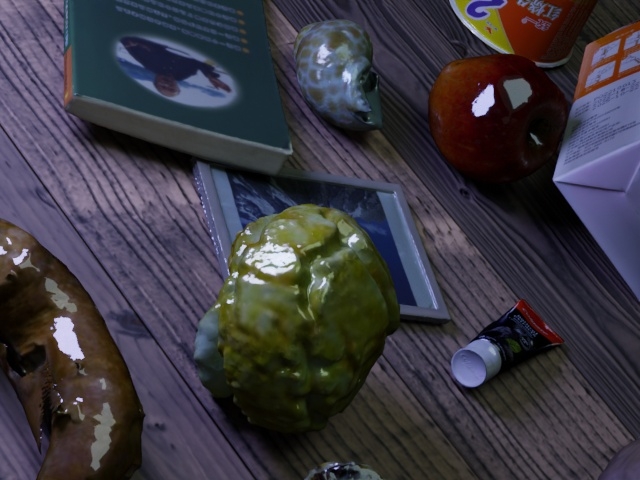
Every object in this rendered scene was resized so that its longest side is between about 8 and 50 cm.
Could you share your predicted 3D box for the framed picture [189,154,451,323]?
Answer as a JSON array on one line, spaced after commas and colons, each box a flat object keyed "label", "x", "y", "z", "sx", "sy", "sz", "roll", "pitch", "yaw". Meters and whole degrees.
[{"label": "framed picture", "x": 0.000, "y": 0.000, "z": 1.811, "sx": 0.281, "sy": 0.019, "sz": 0.209, "roll": 6, "pitch": 47, "yaw": -32}]

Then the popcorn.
[{"label": "popcorn", "x": -0.020, "y": 0.073, "z": 1.573, "sx": 0.183, "sy": 0.204, "sz": 0.221, "roll": 14, "pitch": 57, "yaw": 13}]

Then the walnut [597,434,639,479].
[{"label": "walnut", "x": 0.372, "y": 0.301, "z": 1.599, "sx": 0.248, "sy": 0.248, "sz": 0.248, "roll": 20, "pitch": 41, "yaw": -18}]

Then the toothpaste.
[{"label": "toothpaste", "x": 0.209, "y": 0.113, "z": 1.832, "sx": 0.071, "sy": 0.045, "sz": 0.193, "roll": 48, "pitch": 34, "yaw": 15}]

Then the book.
[{"label": "book", "x": -0.173, "y": -0.233, "z": 1.898, "sx": 0.260, "sy": 0.043, "sz": 0.371, "roll": 16, "pitch": 38, "yaw": -21}]

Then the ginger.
[{"label": "ginger", "x": -0.235, "y": 0.117, "z": 1.454, "sx": 0.133, "sy": 0.107, "sz": 0.309, "roll": 3, "pitch": 50, "yaw": -53}]

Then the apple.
[{"label": "apple", "x": 0.208, "y": -0.155, "z": 2.023, "sx": 0.158, "sy": 0.156, "sz": 0.147, "roll": 26, "pitch": 27, "yaw": 38}]

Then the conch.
[{"label": "conch", "x": 0.019, "y": -0.203, "z": 1.973, "sx": 0.116, "sy": 0.106, "sz": 0.173, "roll": 1, "pitch": 65, "yaw": -61}]

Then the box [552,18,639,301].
[{"label": "box", "x": 0.432, "y": -0.116, "z": 2.090, "sx": 0.225, "sy": 0.143, "sz": 0.341, "roll": 52, "pitch": 33, "yaw": -21}]

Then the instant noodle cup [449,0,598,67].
[{"label": "instant noodle cup", "x": 0.310, "y": -0.375, "z": 2.299, "sx": 0.213, "sy": 0.174, "sz": 0.213, "roll": 20, "pitch": 41, "yaw": -18}]

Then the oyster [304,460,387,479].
[{"label": "oyster", "x": 0.068, "y": 0.356, "z": 1.416, "sx": 0.162, "sy": 0.158, "sz": 0.351, "roll": -31, "pitch": 74, "yaw": -4}]
